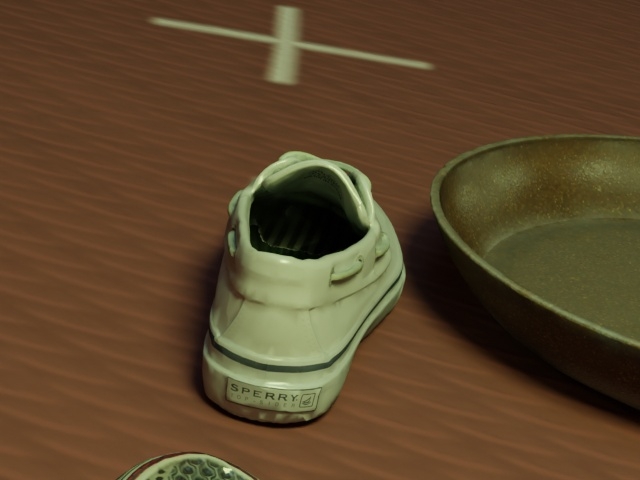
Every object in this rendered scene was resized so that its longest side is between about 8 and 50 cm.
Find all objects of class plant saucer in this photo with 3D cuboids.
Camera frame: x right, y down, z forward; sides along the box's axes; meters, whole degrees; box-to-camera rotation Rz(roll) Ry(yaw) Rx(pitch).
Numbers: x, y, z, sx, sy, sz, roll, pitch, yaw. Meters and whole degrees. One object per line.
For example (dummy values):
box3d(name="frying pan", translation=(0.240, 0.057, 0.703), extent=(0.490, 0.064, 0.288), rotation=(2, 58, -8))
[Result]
box3d(name="plant saucer", translation=(0.200, 0.024, 0.899), extent=(0.311, 0.050, 0.310), rotation=(10, 21, -4))

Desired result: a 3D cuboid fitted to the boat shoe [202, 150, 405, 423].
box3d(name="boat shoe", translation=(0.000, 0.000, 0.830), extent=(0.083, 0.075, 0.226), rotation=(10, 21, -1))

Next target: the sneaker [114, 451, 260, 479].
box3d(name="sneaker", translation=(0.008, 0.130, 0.458), extent=(0.121, 0.112, 0.299), rotation=(2, 22, -21))
